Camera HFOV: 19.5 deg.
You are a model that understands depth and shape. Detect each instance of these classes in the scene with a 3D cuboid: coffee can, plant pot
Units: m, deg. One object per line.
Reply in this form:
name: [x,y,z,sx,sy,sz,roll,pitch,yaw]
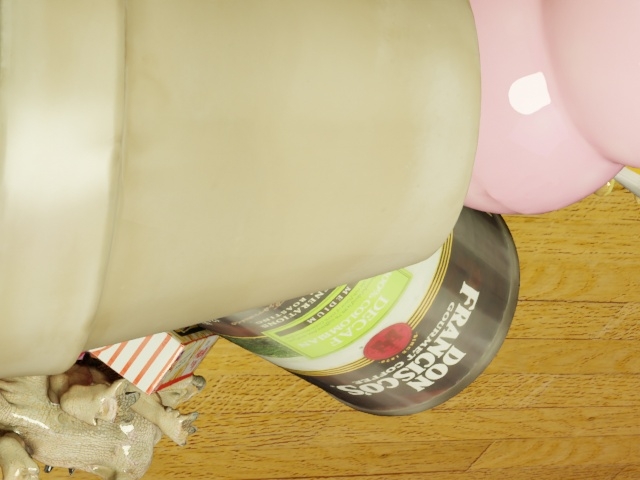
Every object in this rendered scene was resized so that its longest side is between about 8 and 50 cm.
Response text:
coffee can: [0.000,0.000,1.387,0.201,0.202,0.275,-34,146,17]
plant pot: [-0.072,-0.084,1.064,0.280,0.323,0.323,0,142,-19]

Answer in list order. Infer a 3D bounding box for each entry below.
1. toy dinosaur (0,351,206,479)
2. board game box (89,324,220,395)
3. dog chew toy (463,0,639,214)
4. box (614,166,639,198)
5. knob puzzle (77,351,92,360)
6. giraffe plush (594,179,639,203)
toy dinosaur: [-0.195,0.125,1.366,0.295,0.200,0.127,29,93,-45]
board game box: [-0.152,0.044,1.336,0.045,0.146,0.193,-53,176,2]
dog chew toy: [0.193,-0.131,1.182,0.331,0.207,0.206,-10,159,36]
box: [0.308,-0.093,1.267,0.103,0.114,0.203,31,94,-38]
knob puzzle: [-0.254,0.088,1.521,0.213,0.030,0.213,-17,148,-11]
giraffe plush: [0.245,-0.119,1.427,0.181,0.210,0.170,-33,-177,-9]
